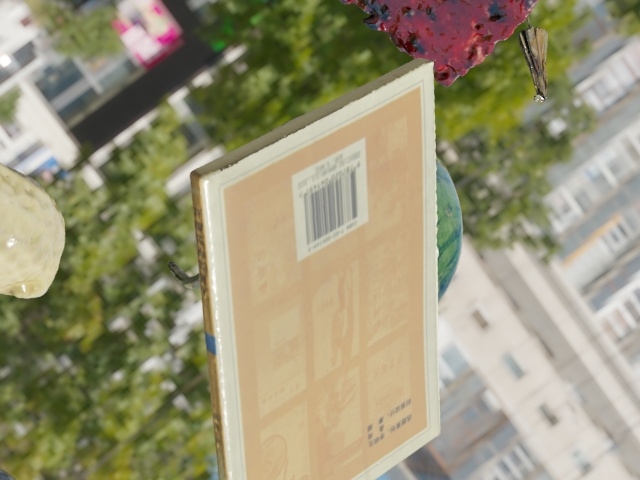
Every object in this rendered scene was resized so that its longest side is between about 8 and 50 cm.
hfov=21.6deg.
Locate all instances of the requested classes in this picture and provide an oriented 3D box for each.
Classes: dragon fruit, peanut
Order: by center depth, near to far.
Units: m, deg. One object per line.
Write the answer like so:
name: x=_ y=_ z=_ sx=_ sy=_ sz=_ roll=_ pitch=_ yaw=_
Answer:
peanut: x=-0.355 y=-0.034 z=1.613 sx=0.152 sy=0.313 sz=0.152 roll=-13 pitch=-117 yaw=28
dragon fruit: x=0.152 y=-0.383 z=1.772 sx=0.329 sy=0.286 sz=0.228 roll=-51 pitch=180 yaw=-35

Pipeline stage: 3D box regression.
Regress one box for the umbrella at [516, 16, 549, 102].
umbrella: x=0.205 y=-0.173 z=1.595 sx=0.031 sy=0.083 sz=0.020 roll=-8 pitch=173 yaw=-35

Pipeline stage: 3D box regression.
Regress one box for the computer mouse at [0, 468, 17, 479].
computer mouse: x=-0.319 y=0.317 z=1.295 sx=0.072 sy=0.158 sz=0.310 roll=2 pitch=-133 yaw=40

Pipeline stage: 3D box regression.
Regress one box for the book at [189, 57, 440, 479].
book: x=0.004 y=0.040 z=0.879 sx=0.018 sy=0.241 sz=0.170 roll=23 pitch=-141 yaw=37

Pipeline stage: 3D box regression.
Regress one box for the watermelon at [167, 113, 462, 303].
watermelon: x=0.000 y=0.000 z=1.250 sx=0.215 sy=0.188 sz=0.188 roll=-15 pitch=-173 yaw=-13
